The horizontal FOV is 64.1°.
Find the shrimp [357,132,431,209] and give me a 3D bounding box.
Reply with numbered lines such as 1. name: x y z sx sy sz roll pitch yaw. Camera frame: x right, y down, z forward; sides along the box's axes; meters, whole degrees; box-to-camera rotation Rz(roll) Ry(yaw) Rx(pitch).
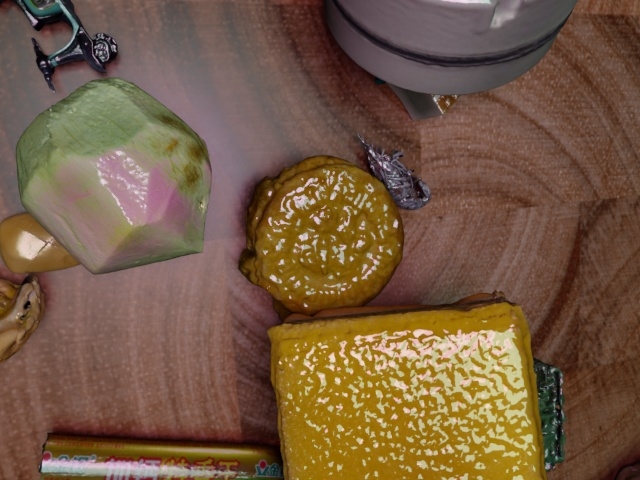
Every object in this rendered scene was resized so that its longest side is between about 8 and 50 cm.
1. shrimp: 0.113 -0.109 0.800 0.065 0.057 0.165 -37 117 6

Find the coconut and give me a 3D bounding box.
1. coconut: -0.229 -0.065 0.615 0.204 0.236 0.236 -44 108 9

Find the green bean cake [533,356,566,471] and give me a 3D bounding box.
1. green bean cake: 0.322 0.316 0.899 0.208 0.107 0.194 -5 100 -16

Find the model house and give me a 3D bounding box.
1. model house: 0.153 -0.276 0.768 0.149 0.100 0.127 42 83 -16

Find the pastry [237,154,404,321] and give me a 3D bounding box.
1. pastry: 0.000 0.000 0.736 0.235 0.132 0.240 -39 107 -10

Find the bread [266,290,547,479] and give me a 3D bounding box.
1. bread: 0.113 0.243 0.660 0.332 0.143 0.324 -5 91 4

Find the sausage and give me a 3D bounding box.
1. sausage: -0.202 0.331 0.744 0.371 0.082 0.082 11 94 -20

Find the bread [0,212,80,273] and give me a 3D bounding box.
1. bread: -0.355 0.001 0.660 0.115 0.056 0.082 -6 100 -17

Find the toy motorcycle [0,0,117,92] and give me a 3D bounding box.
1. toy motorcycle: -0.336 -0.273 0.632 0.100 0.058 0.173 -36 105 -3

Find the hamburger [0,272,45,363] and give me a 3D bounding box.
1. hamburger: -0.439 0.127 0.605 0.207 0.155 0.136 -8 122 -25

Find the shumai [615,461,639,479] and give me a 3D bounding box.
1. shumai: 0.590 0.604 1.023 0.282 0.217 0.347 6 81 13

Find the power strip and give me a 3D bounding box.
1. power strip: 0.166 -0.375 0.655 0.356 0.161 0.358 0 68 1

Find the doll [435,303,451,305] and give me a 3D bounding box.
1. doll: 0.165 0.232 0.807 0.166 0.162 0.270 -10 87 15
